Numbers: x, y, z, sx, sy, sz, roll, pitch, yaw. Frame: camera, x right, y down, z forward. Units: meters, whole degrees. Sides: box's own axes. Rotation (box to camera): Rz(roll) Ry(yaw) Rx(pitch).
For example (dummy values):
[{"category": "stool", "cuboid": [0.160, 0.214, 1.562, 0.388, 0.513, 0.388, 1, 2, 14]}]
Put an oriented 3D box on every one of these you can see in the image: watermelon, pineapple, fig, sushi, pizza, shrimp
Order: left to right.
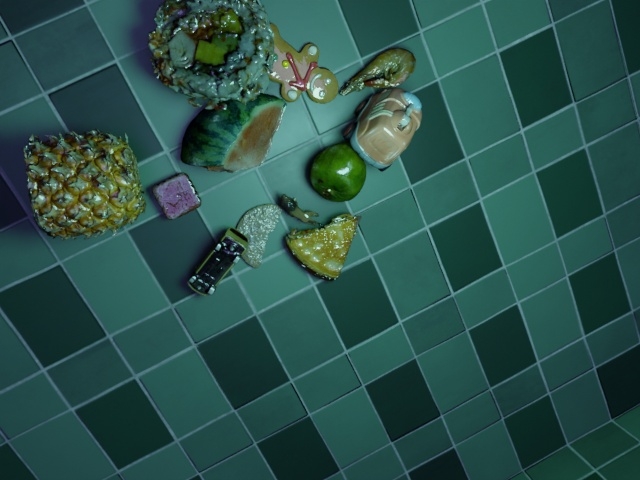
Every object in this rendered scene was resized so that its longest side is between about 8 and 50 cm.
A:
[{"category": "pineapple", "cuboid": [-0.703, -0.174, 1.506, 0.300, 0.352, 0.352, -14, 106, -14]}, {"category": "sushi", "cuboid": [-0.331, -0.601, 1.533, 0.418, 0.176, 0.417, 1, 83, -5]}, {"category": "watermelon", "cuboid": [-0.282, -0.356, 1.623, 0.319, 0.222, 0.292, 12, 104, -14]}, {"category": "pizza", "cuboid": [0.000, 0.000, 1.823, 0.251, 0.074, 0.287, 17, 106, -21]}, {"category": "fig", "cuboid": [0.072, -0.274, 1.766, 0.203, 0.203, 0.235, 25, 60, -16]}, {"category": "shrimp", "cuboid": [0.205, -0.568, 1.727, 0.287, 0.063, 0.152, -34, 66, 3]}]

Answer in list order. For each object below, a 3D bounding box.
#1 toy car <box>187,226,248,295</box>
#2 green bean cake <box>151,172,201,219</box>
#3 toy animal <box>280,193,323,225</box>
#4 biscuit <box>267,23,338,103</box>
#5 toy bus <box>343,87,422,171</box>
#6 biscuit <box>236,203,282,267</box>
[{"category": "toy car", "cuboid": [-0.362, 0.074, 1.753, 0.101, 0.124, 0.256, 36, 110, -15]}, {"category": "green bean cake", "cuboid": [-0.493, -0.154, 1.705, 0.135, 0.056, 0.135, -26, 107, -4]}, {"category": "toy animal", "cuboid": [-0.073, -0.101, 1.805, 0.220, 0.086, 0.069, 28, 99, -35]}, {"category": "biscuit", "cuboid": [-0.085, -0.588, 1.697, 0.340, 0.047, 0.216, 31, 96, -17]}, {"category": "toy bus", "cuboid": [0.230, -0.395, 1.683, 0.194, 0.232, 0.287, 37, 58, -16]}, {"category": "biscuit", "cuboid": [-0.240, -0.030, 1.802, 0.133, 0.032, 0.250, 21, 99, -15]}]
